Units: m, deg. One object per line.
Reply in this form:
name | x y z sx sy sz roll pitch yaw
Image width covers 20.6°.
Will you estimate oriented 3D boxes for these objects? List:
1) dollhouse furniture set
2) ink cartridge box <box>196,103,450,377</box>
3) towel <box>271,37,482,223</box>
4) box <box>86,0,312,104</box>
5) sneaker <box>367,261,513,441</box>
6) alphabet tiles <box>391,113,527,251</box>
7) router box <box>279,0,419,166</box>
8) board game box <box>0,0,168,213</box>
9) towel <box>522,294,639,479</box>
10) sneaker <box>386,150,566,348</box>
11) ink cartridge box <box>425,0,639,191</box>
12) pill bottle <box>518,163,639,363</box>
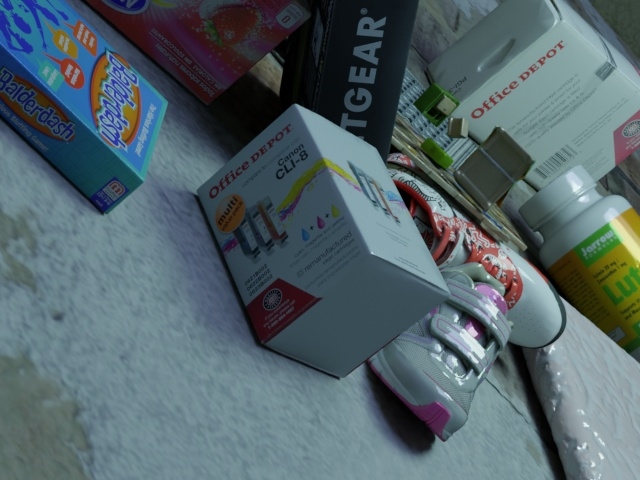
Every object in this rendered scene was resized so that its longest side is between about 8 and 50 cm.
dollhouse furniture set | 0.161 -0.097 1.848 0.152 0.076 0.058 47 9 24
ink cartridge box | 0.000 0.000 1.502 0.127 0.128 0.176 26 30 -49
towel | 0.092 -0.146 2.064 0.312 0.056 0.324 51 21 1
box | -0.162 -0.294 1.644 0.300 0.142 0.154 40 22 -28
sneaker | 0.118 0.088 1.627 0.103 0.111 0.252 45 21 -17
alphabet tiles | 0.125 -0.081 1.886 0.237 0.009 0.198 40 11 -20
router box | 0.026 -0.205 1.688 0.081 0.309 0.243 4 36 -9
board game box | -0.217 -0.137 1.392 0.210 0.047 0.160 45 21 -19
towel | 0.339 0.224 1.956 0.317 0.053 0.332 38 24 -34
sneaker | 0.139 0.023 1.816 0.270 0.090 0.145 47 17 1
ink cartridge box | 0.315 -0.202 2.418 0.283 0.207 0.117 34 25 -39
pill bottle | 0.362 0.030 2.220 0.246 0.136 0.136 54 20 8
